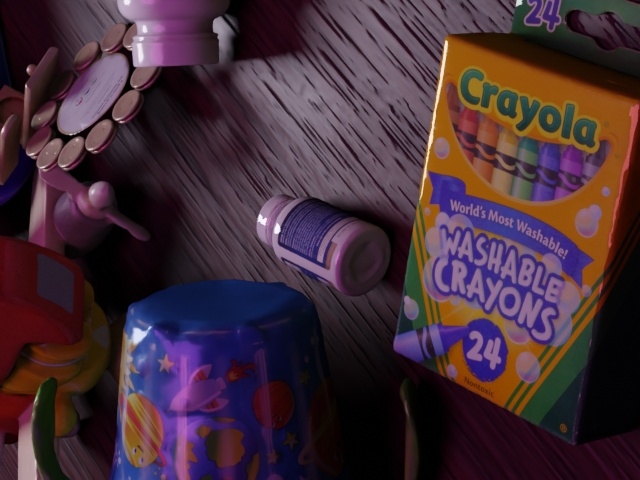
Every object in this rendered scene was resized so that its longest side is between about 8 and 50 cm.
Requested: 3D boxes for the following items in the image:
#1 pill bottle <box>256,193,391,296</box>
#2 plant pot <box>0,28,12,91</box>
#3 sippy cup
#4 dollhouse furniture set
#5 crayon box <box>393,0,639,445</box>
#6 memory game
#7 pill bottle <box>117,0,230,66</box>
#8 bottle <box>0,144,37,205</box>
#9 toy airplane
[{"bbox_3d":[0.000,0.000,1.667,0.120,0.067,0.067,26,114,43],"label":"pill bottle"},{"bbox_3d":[-0.506,-0.225,2.094,0.236,0.212,0.236,-20,81,49],"label":"plant pot"},{"bbox_3d":[-0.081,0.158,1.638,0.240,0.305,0.224,23,119,60],"label":"sippy cup"},{"bbox_3d":[-0.371,-0.144,1.922,0.151,0.144,0.123,27,151,3],"label":"dollhouse furniture set"},{"bbox_3d":[0.174,-0.031,1.456,0.203,0.083,0.323,26,114,43],"label":"crayon box"},{"bbox_3d":[-0.221,-0.143,1.858,0.186,0.012,0.186,-30,38,27],"label":"memory game"},{"bbox_3d":[-0.138,-0.253,1.754,0.108,0.108,0.180,5,100,48],"label":"pill bottle"},{"bbox_3d":[-0.427,-0.064,2.100,0.283,0.118,0.092,-18,121,49],"label":"bottle"},{"bbox_3d":[-0.266,0.127,1.876,0.384,0.272,0.386,-98,7,-71],"label":"toy airplane"}]
